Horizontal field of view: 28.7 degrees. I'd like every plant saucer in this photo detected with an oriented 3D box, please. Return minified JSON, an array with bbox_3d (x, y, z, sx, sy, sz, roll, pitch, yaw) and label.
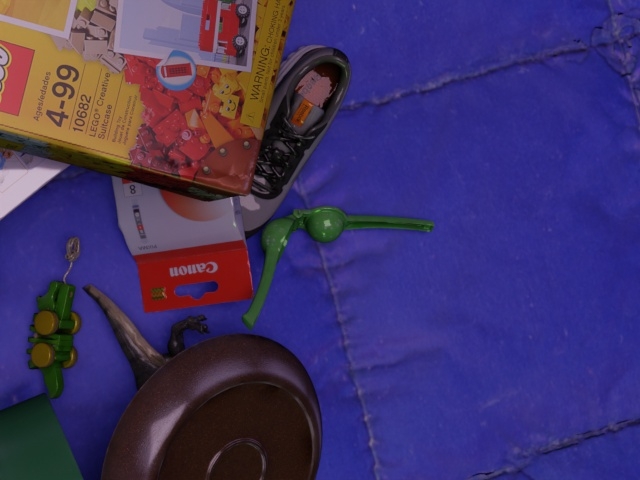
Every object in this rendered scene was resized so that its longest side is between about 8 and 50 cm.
[{"bbox_3d":[-0.108,0.262,1.443,0.310,0.050,0.311,-13,112,-36],"label":"plant saucer"}]

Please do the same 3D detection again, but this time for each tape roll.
[{"bbox_3d":[-0.266,0.324,1.329,0.077,0.321,0.321,-23,95,-15],"label":"tape roll"}]

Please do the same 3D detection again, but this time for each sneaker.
[{"bbox_3d":[-0.052,-0.123,1.508,0.100,0.108,0.272,31,85,-14],"label":"sneaker"}]

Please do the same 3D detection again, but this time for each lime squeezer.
[{"bbox_3d":[0.000,0.000,1.522,0.310,0.110,0.059,-26,135,-35],"label":"lime squeezer"}]

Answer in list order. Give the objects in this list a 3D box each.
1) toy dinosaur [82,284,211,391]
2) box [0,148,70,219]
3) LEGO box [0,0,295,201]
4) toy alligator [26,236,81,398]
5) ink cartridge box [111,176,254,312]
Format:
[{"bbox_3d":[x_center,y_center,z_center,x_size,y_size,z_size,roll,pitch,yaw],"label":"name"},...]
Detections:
[{"bbox_3d":[-0.176,0.154,1.484,0.118,0.064,0.268,-25,94,8],"label":"toy dinosaur"},{"bbox_3d":[-0.344,-0.104,1.421,0.203,0.114,0.103,-41,100,-13],"label":"box"},{"bbox_3d":[-0.213,-0.325,1.308,0.372,0.193,0.501,14,84,-19],"label":"LEGO box"},{"bbox_3d":[-0.315,0.088,1.462,0.051,0.056,0.190,4,87,25],"label":"toy alligator"},{"bbox_3d":[-0.164,-0.009,1.477,0.145,0.045,0.179,-8,91,12],"label":"ink cartridge box"}]
